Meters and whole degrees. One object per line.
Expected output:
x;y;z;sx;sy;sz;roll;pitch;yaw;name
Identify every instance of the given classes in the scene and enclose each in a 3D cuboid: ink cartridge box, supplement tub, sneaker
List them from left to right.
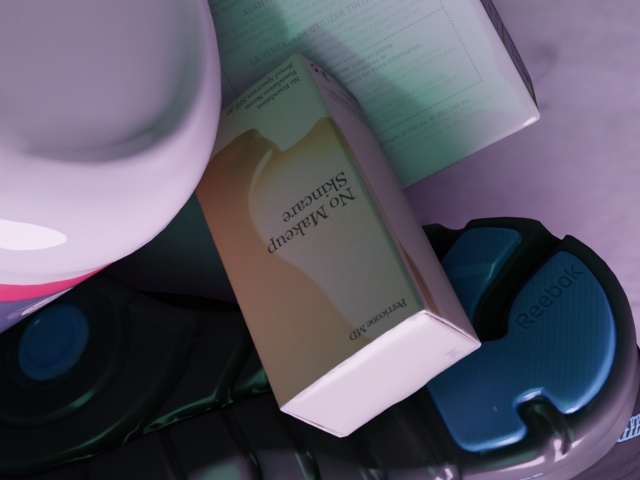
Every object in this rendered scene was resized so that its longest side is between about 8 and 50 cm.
-0.185;-0.031;0.435;0.272;0.191;0.191;-29;106;34;supplement tub
-0.034;0.082;0.523;0.341;0.125;0.139;-4;152;24;sneaker
-0.013;-0.116;0.484;0.109;0.062;0.209;-27;105;15;ink cartridge box

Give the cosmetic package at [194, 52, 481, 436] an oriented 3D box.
0.000;0.000;0.431;0.060;0.115;0.041;-37;144;16;cosmetic package
